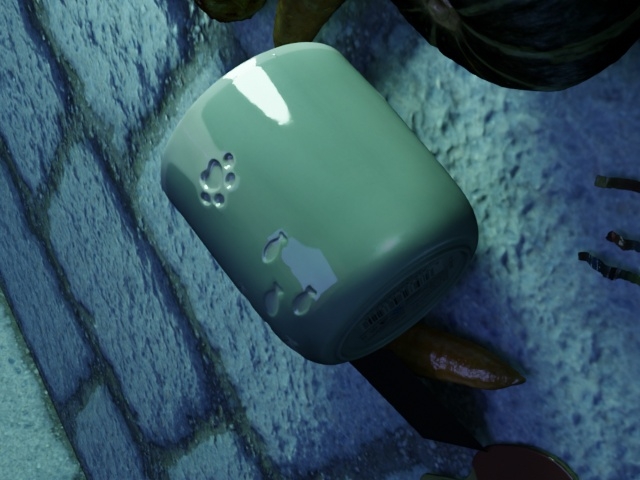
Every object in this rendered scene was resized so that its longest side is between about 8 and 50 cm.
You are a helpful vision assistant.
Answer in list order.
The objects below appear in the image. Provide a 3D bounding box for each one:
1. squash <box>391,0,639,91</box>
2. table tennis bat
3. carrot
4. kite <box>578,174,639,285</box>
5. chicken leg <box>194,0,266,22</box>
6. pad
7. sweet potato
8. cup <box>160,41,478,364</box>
[{"bbox_3d":[0.147,-0.232,0.591,0.252,0.165,0.252,43,178,2],"label":"squash"},{"bbox_3d":[0.217,0.307,0.915,0.246,0.022,0.138,-11,96,50],"label":"table tennis bat"},{"bbox_3d":[0.148,0.140,0.891,0.205,0.072,0.072,13,116,41],"label":"carrot"},{"bbox_3d":[0.361,0.023,0.616,0.310,0.015,0.169,31,128,36],"label":"kite"},{"bbox_3d":[-0.137,-0.448,0.914,0.211,0.140,0.361,20,124,55],"label":"chicken leg"},{"bbox_3d":[0.107,0.191,0.921,0.190,0.004,0.127,48,155,-18],"label":"pad"},{"bbox_3d":[0.016,-0.311,0.827,0.114,0.092,0.341,55,144,-8],"label":"sweet potato"},{"bbox_3d":[0.000,0.000,0.865,0.274,0.259,0.356,51,152,23],"label":"cup"}]
